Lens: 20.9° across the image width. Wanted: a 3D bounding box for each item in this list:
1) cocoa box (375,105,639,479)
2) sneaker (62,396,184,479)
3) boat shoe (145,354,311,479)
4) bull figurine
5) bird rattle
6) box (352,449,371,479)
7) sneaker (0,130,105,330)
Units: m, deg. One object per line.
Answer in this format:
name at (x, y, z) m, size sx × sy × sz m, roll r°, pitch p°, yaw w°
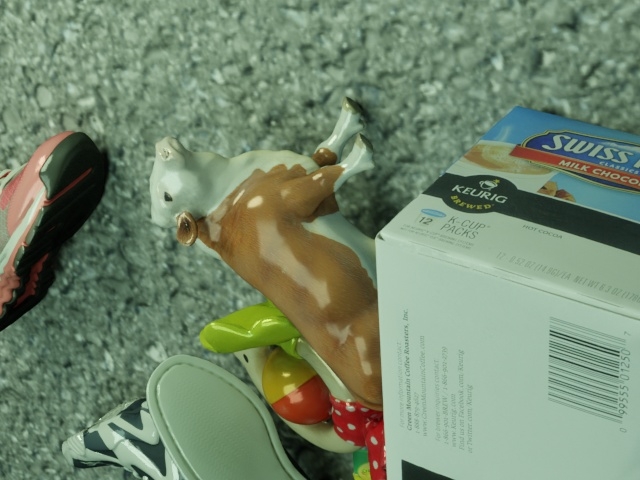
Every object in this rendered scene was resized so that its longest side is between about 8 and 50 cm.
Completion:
cocoa box at (0.199, 0.110, 1.357) m, size 0.231 × 0.228 × 0.347 m, roll 17°, pitch 129°, yaw 29°
sneaker at (-0.165, 0.238, 1.822) m, size 0.235 × 0.094 × 0.153 m, roll -28°, pitch 93°, yaw 35°
boat shoe at (-0.071, 0.239, 1.705) m, size 0.302 × 0.114 × 0.091 m, roll 52°, pitch 156°, yaw -7°
bull figurine at (0.000, 0.000, 1.477) m, size 0.188 × 0.101 × 0.310 m, roll -41°, pitch 96°, yaw 17°
bird rattle at (0.008, 0.126, 1.620) m, size 0.253 × 0.143 × 0.207 m, roll 44°, pitch 154°, yaw -6°
box at (0.097, 0.275, 1.687) m, size 0.105 × 0.043 × 0.179 m, roll 5°, pitch 125°, yaw 36°
sneaker at (-0.325, -0.022, 1.746) m, size 0.136 × 0.116 × 0.314 m, roll 43°, pitch 136°, yaw 6°
